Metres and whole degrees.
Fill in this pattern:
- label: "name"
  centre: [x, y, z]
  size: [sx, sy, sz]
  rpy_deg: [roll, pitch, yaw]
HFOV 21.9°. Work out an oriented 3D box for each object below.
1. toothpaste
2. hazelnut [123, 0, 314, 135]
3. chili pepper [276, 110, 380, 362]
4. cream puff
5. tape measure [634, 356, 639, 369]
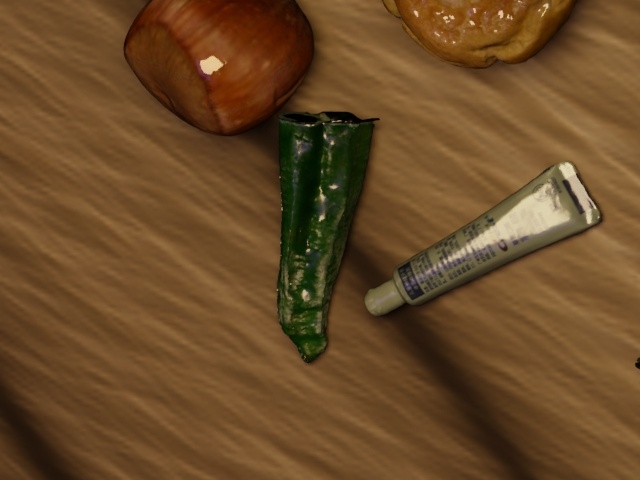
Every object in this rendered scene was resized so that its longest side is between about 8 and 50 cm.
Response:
- label: "toothpaste"
  centre: [0.133, 0.008, 1.410]
  size: [0.216, 0.037, 0.062]
  rpy_deg: [-30, 86, 15]
- label: "hazelnut"
  centre: [-0.084, -0.168, 1.414]
  size: [0.150, 0.150, 0.150]
  rpy_deg: [2, 96, 18]
- label: "chili pepper"
  centre: [0.000, 0.000, 1.446]
  size: [0.088, 0.059, 0.226]
  rpy_deg: [2, 104, -6]
- label: "cream puff"
  centre: [0.133, -0.236, 1.336]
  size: [0.189, 0.129, 0.189]
  rpy_deg: [6, 107, 20]
- label: "tape measure"
  centre: [0.327, 0.191, 1.338]
  size: [0.154, 0.087, 0.177]
  rpy_deg: [4, 100, 13]
